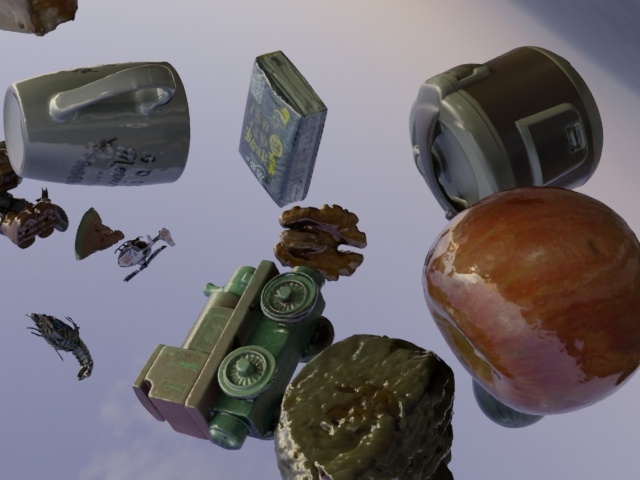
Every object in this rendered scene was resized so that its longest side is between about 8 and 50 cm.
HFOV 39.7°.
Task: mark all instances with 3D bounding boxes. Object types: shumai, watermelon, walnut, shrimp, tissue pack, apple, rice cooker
[{"bbox_3d":[0.068,0.260,1.097,0.189,0.256,0.218,9,134,44],"label":"shumai"},{"bbox_3d":[0.318,0.216,1.464,0.141,0.141,0.187,26,-132,-28],"label":"watermelon"},{"bbox_3d":[0.000,0.000,1.637,0.170,0.143,0.069,12,-179,-7],"label":"walnut"},{"bbox_3d":[-0.514,0.200,1.766,0.174,0.082,0.076,56,-151,-23],"label":"shrimp"},{"bbox_3d":[-0.511,-0.012,1.988,0.080,0.101,0.155,12,-141,30],"label":"watermelon"},{"bbox_3d":[-0.081,-0.215,1.746,0.081,0.257,0.185,-19,-123,-27],"label":"tissue pack"},{"bbox_3d":[0.281,0.062,1.102,0.301,0.301,0.301,32,-162,-12],"label":"apple"},{"bbox_3d":[0.351,-0.198,1.756,0.335,0.325,0.335,58,165,26],"label":"rice cooker"}]

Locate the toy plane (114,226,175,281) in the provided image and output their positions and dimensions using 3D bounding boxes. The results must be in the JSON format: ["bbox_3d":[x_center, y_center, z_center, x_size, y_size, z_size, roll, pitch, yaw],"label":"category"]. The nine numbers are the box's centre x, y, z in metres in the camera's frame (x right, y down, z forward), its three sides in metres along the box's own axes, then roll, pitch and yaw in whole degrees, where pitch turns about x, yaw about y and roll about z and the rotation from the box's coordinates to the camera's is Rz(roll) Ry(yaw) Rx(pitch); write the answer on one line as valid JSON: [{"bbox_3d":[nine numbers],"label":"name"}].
[{"bbox_3d":[-0.425,0.023,2.122,0.078,0.197,0.053,58,-151,4],"label":"toy plane"}]

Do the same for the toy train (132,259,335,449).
[{"bbox_3d":[-0.115,0.155,1.295,0.221,0.304,0.150,9,142,28],"label":"toy train"}]

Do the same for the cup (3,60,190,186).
[{"bbox_3d":[-0.313,-0.180,1.269,0.234,0.258,0.186,-7,-105,-32],"label":"cup"}]

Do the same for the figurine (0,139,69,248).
[{"bbox_3d":[-0.739,-0.126,1.878,0.382,0.186,0.261,28,-155,19],"label":"figurine"}]

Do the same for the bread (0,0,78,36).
[{"bbox_3d":[-0.445,-0.503,1.109,0.279,0.371,0.390,12,159,22],"label":"bread"}]
